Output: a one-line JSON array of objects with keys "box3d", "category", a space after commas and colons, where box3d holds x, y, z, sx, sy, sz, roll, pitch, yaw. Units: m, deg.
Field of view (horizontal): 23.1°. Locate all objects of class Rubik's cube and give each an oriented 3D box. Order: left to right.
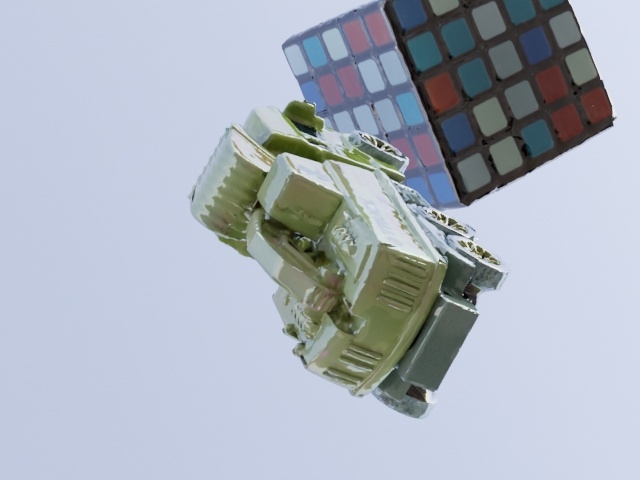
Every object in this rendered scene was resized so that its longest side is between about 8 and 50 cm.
[{"box3d": [0.109, -0.135, 1.340, 0.182, 0.184, 0.187, -28, -84, -28], "category": "Rubik's cube"}]

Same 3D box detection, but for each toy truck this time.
[{"box3d": [0.000, 0.000, 0.741, 0.116, 0.191, 0.085, 22, -73, -28], "category": "toy truck"}]
